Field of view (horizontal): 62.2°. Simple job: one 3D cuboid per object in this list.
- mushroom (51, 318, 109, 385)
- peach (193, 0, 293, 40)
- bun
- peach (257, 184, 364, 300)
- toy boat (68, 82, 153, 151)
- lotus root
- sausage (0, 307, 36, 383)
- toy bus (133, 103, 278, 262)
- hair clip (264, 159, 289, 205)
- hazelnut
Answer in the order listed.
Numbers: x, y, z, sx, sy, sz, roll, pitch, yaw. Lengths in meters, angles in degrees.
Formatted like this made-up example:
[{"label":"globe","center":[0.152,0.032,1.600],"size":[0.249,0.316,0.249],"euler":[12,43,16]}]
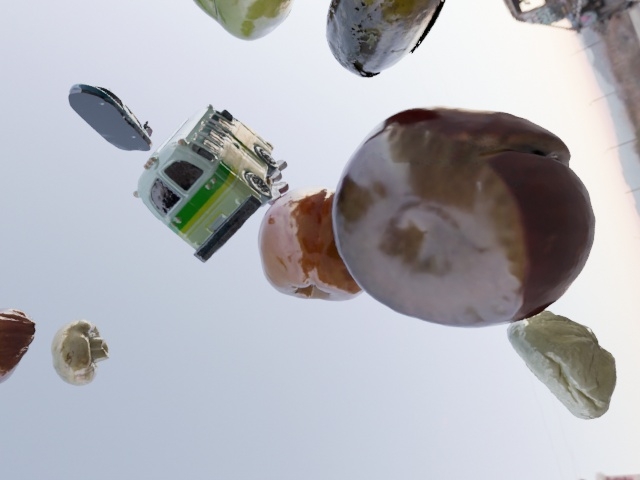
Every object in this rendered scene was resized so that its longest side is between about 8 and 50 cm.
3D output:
[{"label":"mushroom","center":[-0.534,0.248,1.178],"size":[0.112,0.148,0.148],"euler":[-13,-100,-12]},{"label":"peach","center":[-0.168,-0.626,1.179],"size":[0.282,0.314,0.315],"euler":[28,-125,-2]},{"label":"bun","center":[0.451,0.213,0.973],"size":[0.220,0.134,0.220],"euler":[47,-171,-10]},{"label":"peach","center":[0.000,0.000,1.413],"size":[0.343,0.343,0.301],"euler":[26,-113,-45]},{"label":"toy boat","center":[-0.577,-0.359,1.482],"size":[0.299,0.134,0.092],"euler":[66,-147,-67]},{"label":"lotus root","center":[0.110,-0.429,0.991],"size":[0.397,0.196,0.179],"euler":[140,109,-82]},{"label":"sausage","center":[-0.535,0.174,0.726],"size":[0.094,0.349,0.097],"euler":[51,-155,-42]},{"label":"toy bus","center":[-0.167,-0.108,0.819],"size":[0.165,0.134,0.276],"euler":[41,-161,-19]},{"label":"hair clip","center":[-0.166,-0.180,1.598],"size":[0.257,0.146,0.075],"euler":[-101,-3,-45]},{"label":"hazelnut","center":[0.226,-0.049,0.873],"size":[0.359,0.410,0.359],"euler":[12,-90,-71]}]
